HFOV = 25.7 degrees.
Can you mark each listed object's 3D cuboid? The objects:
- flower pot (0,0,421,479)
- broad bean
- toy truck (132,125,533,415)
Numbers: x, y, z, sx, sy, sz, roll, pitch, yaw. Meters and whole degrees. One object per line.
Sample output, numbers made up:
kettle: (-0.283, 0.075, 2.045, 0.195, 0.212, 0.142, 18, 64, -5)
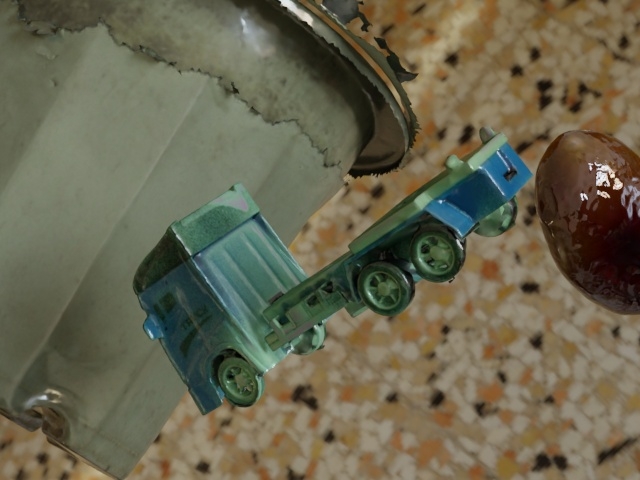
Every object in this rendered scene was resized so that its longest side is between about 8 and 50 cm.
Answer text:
flower pot: (-0.122, -0.025, 0.762, 0.290, 0.290, 0.259, 19, 72, 38)
broad bean: (0.219, -0.012, 1.077, 0.084, 0.165, 0.114, -10, 50, 42)
toy truck: (0.000, 0.000, 0.563, 0.175, 0.067, 0.081, -35, 92, 37)
